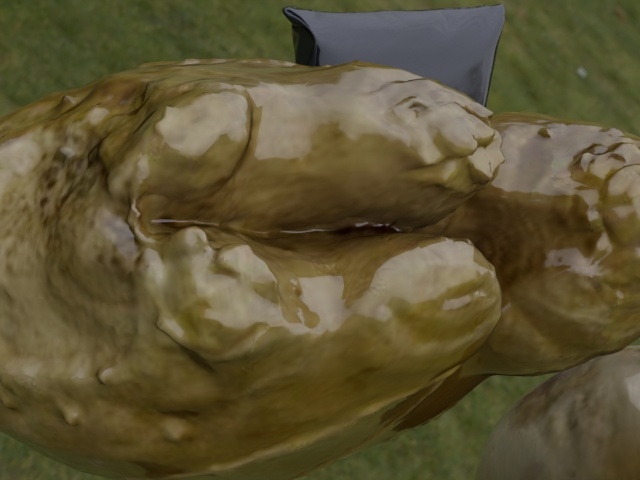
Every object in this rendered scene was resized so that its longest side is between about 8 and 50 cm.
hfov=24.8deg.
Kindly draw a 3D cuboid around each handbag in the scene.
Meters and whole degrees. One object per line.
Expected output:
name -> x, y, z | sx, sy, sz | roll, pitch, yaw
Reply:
handbag -> 0.058, -0.113, 1.337 | 0.254, 0.211, 0.088 | -7, 24, -36

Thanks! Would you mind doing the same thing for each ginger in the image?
ginger -> 0.019, -0.013, 0.527 | 0.166, 0.236, 0.375 | 56, 28, -1

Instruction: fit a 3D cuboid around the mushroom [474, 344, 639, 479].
mushroom -> 0.234, 0.112, 0.853 | 0.292, 0.292, 0.290 | 26, 56, -27
